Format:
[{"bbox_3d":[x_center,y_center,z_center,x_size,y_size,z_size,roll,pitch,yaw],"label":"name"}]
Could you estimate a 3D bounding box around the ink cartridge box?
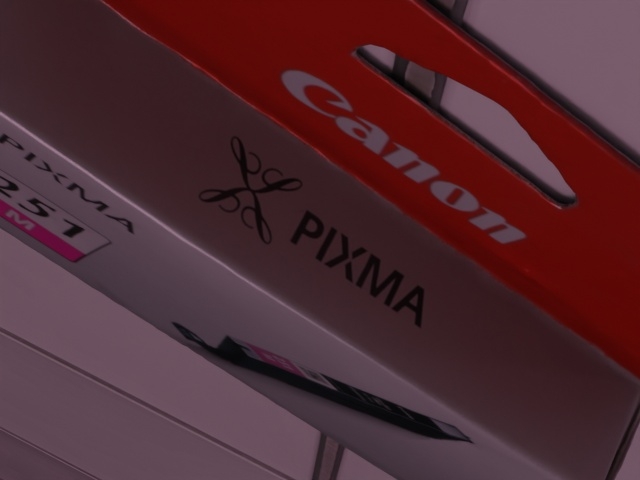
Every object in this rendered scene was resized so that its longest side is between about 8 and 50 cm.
[{"bbox_3d":[0.000,0.000,0.479,0.275,0.060,0.239,34,161,-15],"label":"ink cartridge box"}]
